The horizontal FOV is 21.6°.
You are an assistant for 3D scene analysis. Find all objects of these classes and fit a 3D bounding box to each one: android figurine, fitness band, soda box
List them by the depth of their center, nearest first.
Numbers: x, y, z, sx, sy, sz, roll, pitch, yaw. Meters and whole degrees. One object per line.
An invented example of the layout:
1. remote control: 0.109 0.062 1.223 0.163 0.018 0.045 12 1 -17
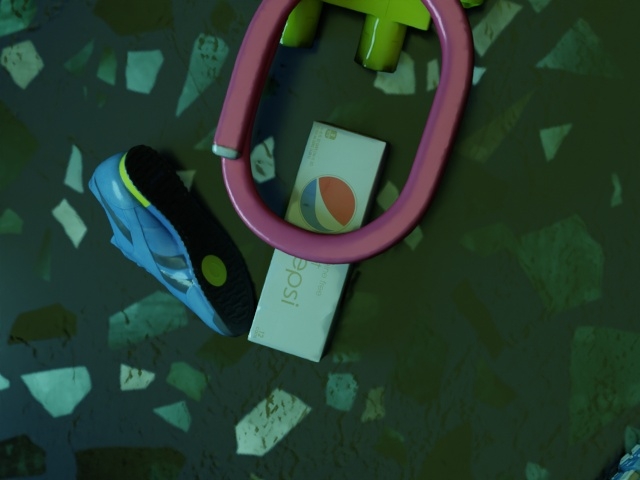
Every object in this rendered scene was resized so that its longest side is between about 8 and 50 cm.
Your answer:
1. fitness band: 0.022 -0.123 1.505 0.209 0.054 0.291 18 92 6
2. android figurine: 0.044 -0.299 1.539 0.248 0.056 0.273 15 107 6
3. soda box: 0.000 0.000 1.570 0.074 0.069 0.216 17 93 6

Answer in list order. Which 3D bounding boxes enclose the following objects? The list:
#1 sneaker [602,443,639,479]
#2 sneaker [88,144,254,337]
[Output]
1. sneaker: 0.318 0.219 1.541 0.083 0.071 0.191 39 96 -2
2. sneaker: -0.143 0.008 1.597 0.082 0.069 0.209 -31 98 39
